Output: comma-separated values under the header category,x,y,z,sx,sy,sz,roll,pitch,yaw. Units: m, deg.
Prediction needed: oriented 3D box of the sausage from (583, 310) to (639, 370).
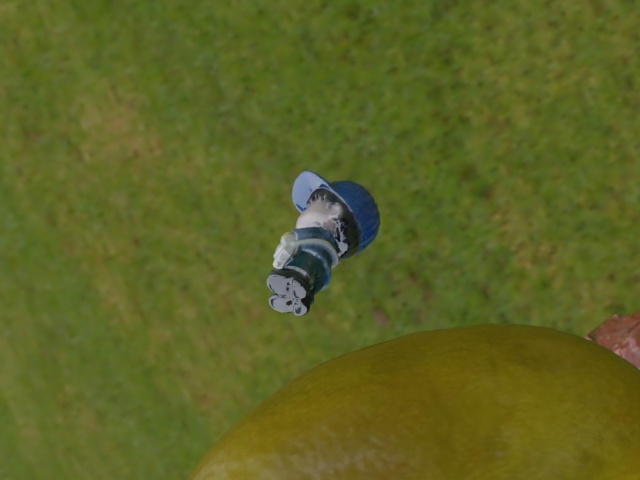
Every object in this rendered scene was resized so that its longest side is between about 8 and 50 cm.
category,x,y,z,sx,sy,sz,roll,pitch,yaw
sausage,0.351,0.206,1.742,0.152,0.152,0.280,17,131,58

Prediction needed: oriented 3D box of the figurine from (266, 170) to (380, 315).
category,x,y,z,sx,sy,sz,roll,pitch,yaw
figurine,0.000,0.000,1.528,0.087,0.149,0.086,8,133,18

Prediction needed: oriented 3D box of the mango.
category,x,y,z,sx,sy,sz,roll,pitch,yaw
mango,0.053,0.153,1.023,0.195,0.331,0.142,52,166,19
